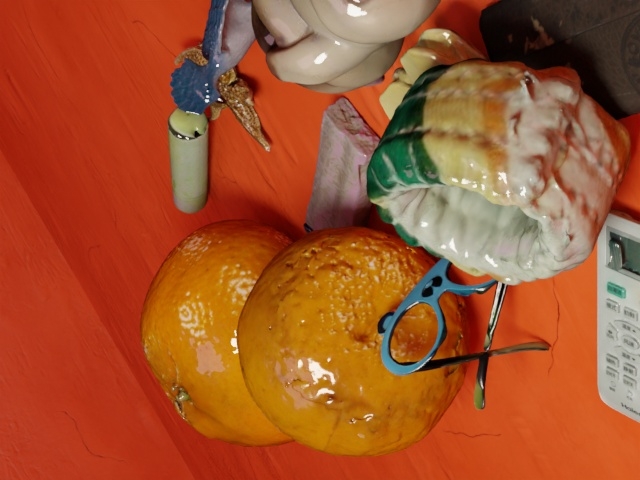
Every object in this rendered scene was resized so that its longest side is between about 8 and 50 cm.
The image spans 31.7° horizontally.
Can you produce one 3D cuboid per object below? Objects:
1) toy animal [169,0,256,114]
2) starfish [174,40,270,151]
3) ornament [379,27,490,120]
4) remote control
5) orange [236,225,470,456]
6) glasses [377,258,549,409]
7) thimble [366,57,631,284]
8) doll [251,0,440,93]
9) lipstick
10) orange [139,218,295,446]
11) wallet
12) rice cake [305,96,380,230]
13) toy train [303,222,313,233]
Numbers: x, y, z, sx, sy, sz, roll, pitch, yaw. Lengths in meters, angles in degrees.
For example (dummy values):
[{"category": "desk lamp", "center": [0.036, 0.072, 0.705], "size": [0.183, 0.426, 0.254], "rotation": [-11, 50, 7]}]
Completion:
[{"category": "toy animal", "center": [-0.133, -0.310, 1.599], "size": [0.239, 0.176, 0.255], "rotation": [180, 85, -79]}, {"category": "starfish", "center": [-0.159, -0.246, 1.870], "size": [0.236, 0.062, 0.277], "rotation": [49, 162, 13]}, {"category": "ornament", "center": [0.168, -0.164, 1.358], "size": [0.180, 0.059, 0.201], "rotation": [35, 164, -1]}, {"category": "remote control", "center": [0.377, 0.099, 1.326], "size": [0.103, 0.051, 0.293], "rotation": [28, 138, 45]}, {"category": "orange", "center": [0.043, 0.153, 1.653], "size": [0.340, 0.340, 0.293], "rotation": [53, 155, 9]}, {"category": "glasses", "center": [0.212, 0.118, 1.485], "size": [0.207, 0.239, 0.102], "rotation": [40, 177, -8]}, {"category": "thimble", "center": [0.192, -0.076, 1.225], "size": [0.254, 0.167, 0.288], "rotation": [30, 161, -9]}, {"category": "doll", "center": [0.028, -0.297, 1.293], "size": [0.215, 0.226, 0.370], "rotation": [43, 153, 2]}, {"category": "lipstick", "center": [-0.243, -0.145, 2.085], "size": [0.076, 0.076, 0.304], "rotation": [49, 160, 17]}, {"category": "orange", "center": [-0.136, 0.173, 1.999], "size": [0.424, 0.326, 0.424], "rotation": [43, 153, 29]}, {"category": "wallet", "center": [0.282, -0.200, 1.159], "size": [0.170, 0.044, 0.321], "rotation": [59, 155, -9]}, {"category": "rice cake", "center": [0.034, -0.082, 1.727], "size": [0.106, 0.050, 0.298], "rotation": [46, 152, 22]}, {"category": "toy train", "center": [0.000, 0.000, 1.919], "size": [0.083, 0.017, 0.017], "rotation": [52, 152, 11]}]
